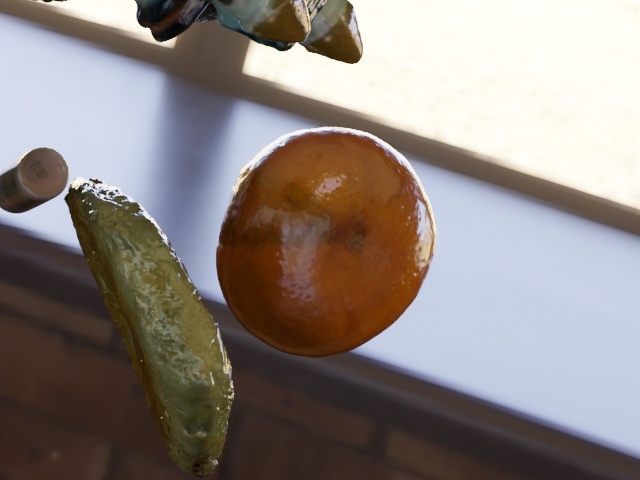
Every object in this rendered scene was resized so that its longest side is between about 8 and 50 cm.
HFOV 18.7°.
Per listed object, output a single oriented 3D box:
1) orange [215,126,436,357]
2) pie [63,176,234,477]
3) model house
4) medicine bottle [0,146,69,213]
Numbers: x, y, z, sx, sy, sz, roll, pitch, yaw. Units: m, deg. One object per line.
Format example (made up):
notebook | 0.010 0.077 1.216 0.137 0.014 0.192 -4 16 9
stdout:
orange | 0.000 0.000 1.999 0.240 0.240 0.171 6 10 -30
pie | -0.155 0.072 1.794 0.070 0.323 0.323 -24 28 -11
model house | -0.078 -0.222 1.620 0.291 0.184 0.253 37 -25 -21
medicine bottle | -0.322 -0.060 2.103 0.057 0.058 0.199 9 -8 -21
